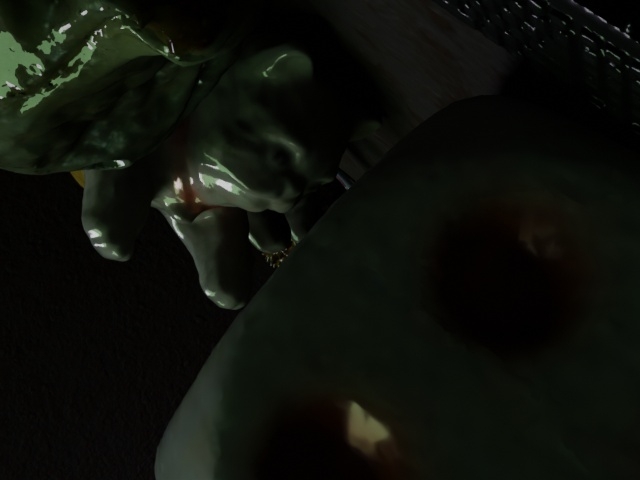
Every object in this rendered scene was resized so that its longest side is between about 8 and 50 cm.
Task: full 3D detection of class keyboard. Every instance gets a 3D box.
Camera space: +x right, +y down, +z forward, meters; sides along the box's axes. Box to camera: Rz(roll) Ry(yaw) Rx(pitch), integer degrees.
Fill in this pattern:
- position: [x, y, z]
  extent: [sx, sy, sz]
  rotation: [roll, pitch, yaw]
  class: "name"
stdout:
- position: [0.073, -0.096, 0.402]
  extent: [0.250, 0.017, 0.087]
  rotation: [42, 177, 24]
  class: "keyboard"

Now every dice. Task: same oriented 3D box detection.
- position: [0.090, 0.100, 0.491]
  extent: [0.259, 0.251, 0.243]
  rotation: [41, 179, 13]
  class: "dice"

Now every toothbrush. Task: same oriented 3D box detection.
- position: [0.020, -0.066, 1.099]
  extent: [0.193, 0.019, 0.013]
  rotation: [43, 176, 29]
  class: "toothbrush"

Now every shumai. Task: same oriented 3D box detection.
- position: [-0.114, -0.115, 0.541]
  extent: [0.222, 0.225, 0.261]
  rotation: [42, 159, 30]
  class: "shumai"

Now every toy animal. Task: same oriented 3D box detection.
- position: [-0.035, -0.081, 0.823]
  extent: [0.307, 0.188, 0.266]
  rotation: [33, -155, -44]
  class: "toy animal"

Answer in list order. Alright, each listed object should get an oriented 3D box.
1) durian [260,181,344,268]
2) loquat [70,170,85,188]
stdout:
- position: [0.000, 0.000, 1.184]
  extent: [0.168, 0.136, 0.158]
  rotation: [63, -177, -50]
  class: "durian"
- position: [-0.286, -0.171, 1.579]
  extent: [0.244, 0.244, 0.244]
  rotation: [43, 175, 5]
  class: "loquat"
